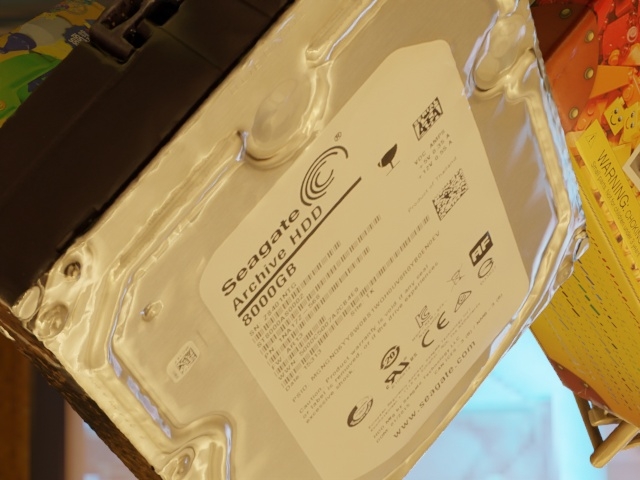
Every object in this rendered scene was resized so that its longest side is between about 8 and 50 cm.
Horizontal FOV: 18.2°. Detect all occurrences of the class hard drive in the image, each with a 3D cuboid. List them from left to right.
[{"bbox_3d":[0.000,0.000,0.801,0.064,0.237,0.339,34,166,28],"label":"hard drive"}]

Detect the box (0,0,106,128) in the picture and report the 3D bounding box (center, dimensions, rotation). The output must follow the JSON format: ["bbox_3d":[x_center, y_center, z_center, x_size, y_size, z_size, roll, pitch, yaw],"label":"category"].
[{"bbox_3d":[-0.221,-0.054,1.919,0.290,0.177,0.279,32,-138,17],"label":"box"}]

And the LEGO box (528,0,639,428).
[{"bbox_3d":[0.279,-0.120,1.465,0.193,0.372,0.500,29,162,41],"label":"LEGO box"}]

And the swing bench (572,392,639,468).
[{"bbox_3d":[0.308,0.048,1.924,0.165,0.253,0.255,-17,156,-5],"label":"swing bench"}]
